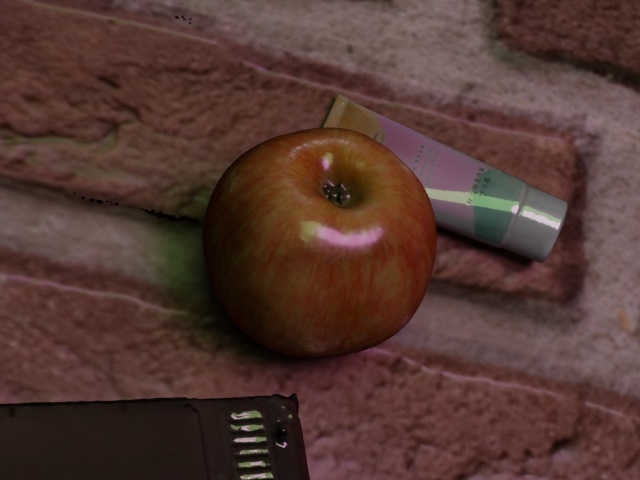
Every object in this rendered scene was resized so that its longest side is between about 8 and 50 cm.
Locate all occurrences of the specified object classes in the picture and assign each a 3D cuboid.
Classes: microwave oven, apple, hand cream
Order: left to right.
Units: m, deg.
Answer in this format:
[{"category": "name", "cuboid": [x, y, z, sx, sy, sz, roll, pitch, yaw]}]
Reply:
[{"category": "microwave oven", "cuboid": [-0.130, 0.188, 0.770, 0.247, 0.188, 0.178, -1, 59, -17]}, {"category": "apple", "cuboid": [0.000, 0.000, 0.943, 0.146, 0.131, 0.146, 7, 60, -12]}, {"category": "hand cream", "cuboid": [0.079, -0.037, 1.048, 0.174, 0.047, 0.076, 23, 60, 1]}]
